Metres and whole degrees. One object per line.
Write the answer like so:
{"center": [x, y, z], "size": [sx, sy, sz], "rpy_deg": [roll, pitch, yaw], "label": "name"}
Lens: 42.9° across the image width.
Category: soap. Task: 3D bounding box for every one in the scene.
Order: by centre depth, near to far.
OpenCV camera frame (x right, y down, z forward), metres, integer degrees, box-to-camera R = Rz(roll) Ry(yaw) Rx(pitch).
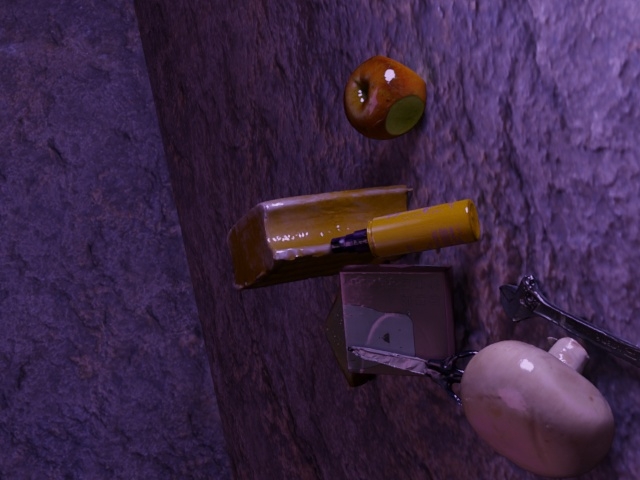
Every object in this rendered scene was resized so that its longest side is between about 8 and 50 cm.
{"center": [0.000, 0.000, 1.696], "size": [0.293, 0.335, 0.156], "rpy_deg": [151, 108, -67], "label": "soap"}

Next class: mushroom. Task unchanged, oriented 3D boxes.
{"center": [0.336, 0.241, 1.249], "size": [0.246, 0.202, 0.246], "rpy_deg": [33, 166, 9], "label": "mushroom"}

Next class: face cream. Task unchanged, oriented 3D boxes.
{"center": [0.148, -0.013, 1.485], "size": [0.273, 0.078, 0.078], "rpy_deg": [-11, 88, 22], "label": "face cream"}

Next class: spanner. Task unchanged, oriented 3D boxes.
{"center": [0.389, 0.130, 1.280], "size": [0.325, 0.026, 0.093], "rpy_deg": [33, 128, 56], "label": "spanner"}

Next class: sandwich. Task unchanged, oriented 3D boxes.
{"center": [0.087, 0.204, 1.871], "size": [0.186, 0.065, 0.215], "rpy_deg": [62, 148, 34], "label": "sandwich"}

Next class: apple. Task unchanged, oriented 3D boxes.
{"center": [0.126, -0.274, 1.562], "size": [0.146, 0.147, 0.163], "rpy_deg": [49, 128, 40], "label": "apple"}

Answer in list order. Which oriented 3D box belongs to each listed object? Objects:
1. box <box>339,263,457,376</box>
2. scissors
{"center": [0.154, 0.148, 1.575], "size": [0.215, 0.086, 0.215], "rpy_deg": [-1, 101, 23], "label": "box"}
{"center": [0.188, 0.235, 1.520], "size": [0.300, 0.022, 0.109], "rpy_deg": [11, 103, 21], "label": "scissors"}
